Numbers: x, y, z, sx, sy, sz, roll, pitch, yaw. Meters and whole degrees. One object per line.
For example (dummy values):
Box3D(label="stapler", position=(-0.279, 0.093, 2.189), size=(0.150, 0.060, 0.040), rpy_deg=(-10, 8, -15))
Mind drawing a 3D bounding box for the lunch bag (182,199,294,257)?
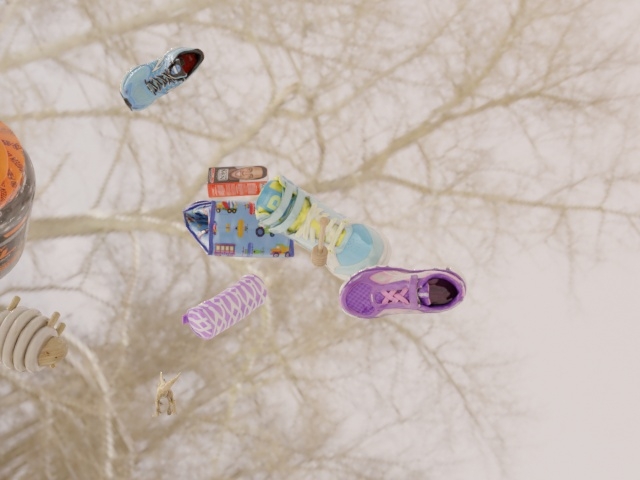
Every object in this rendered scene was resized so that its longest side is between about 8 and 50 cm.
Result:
Box3D(label="lunch bag", position=(-0.214, -0.039, 2.661), size=(0.293, 0.221, 0.138), rpy_deg=(-165, -102, -67))

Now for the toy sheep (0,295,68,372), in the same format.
Box3D(label="toy sheep", position=(-0.384, 0.123, 1.351), size=(0.132, 0.091, 0.091), rpy_deg=(18, -37, 13))

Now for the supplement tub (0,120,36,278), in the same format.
Box3D(label="supplement tub", position=(-0.566, -0.062, 1.677), size=(0.207, 0.207, 0.338), rpy_deg=(57, -26, 8))

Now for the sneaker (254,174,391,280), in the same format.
Box3D(label="sneaker", position=(-0.016, -0.028, 2.091), size=(0.208, 0.127, 0.319), rpy_deg=(32, -5, -41))

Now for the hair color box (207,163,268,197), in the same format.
Box3D(label="hair color box", position=(-0.193, -0.139, 2.465), size=(0.072, 0.141, 0.043), rpy_deg=(-93, 180, -51))

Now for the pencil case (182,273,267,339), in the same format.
Box3D(label="pencil case", position=(-0.210, 0.145, 2.368), size=(0.088, 0.206, 0.086), rpy_deg=(24, -55, 28))

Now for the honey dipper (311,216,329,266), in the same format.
Box3D(label="honey dipper", position=(0.000, 0.000, 1.843), size=(0.030, 0.030, 0.160), rpy_deg=(52, -18, 20))

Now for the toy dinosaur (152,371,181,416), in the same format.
Box3D(label="toy dinosaur", position=(-0.325, 0.317, 2.183), size=(0.183, 0.053, 0.092), rpy_deg=(148, -63, -70))

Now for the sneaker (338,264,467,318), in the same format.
Box3D(label="sneaker", position=(0.151, 0.092, 1.855), size=(0.104, 0.237, 0.095), rpy_deg=(-131, -144, -83))

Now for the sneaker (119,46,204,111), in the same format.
Box3D(label="sneaker", position=(-0.247, -0.262, 1.650), size=(0.073, 0.162, 0.063), rpy_deg=(-4, -56, 53))
